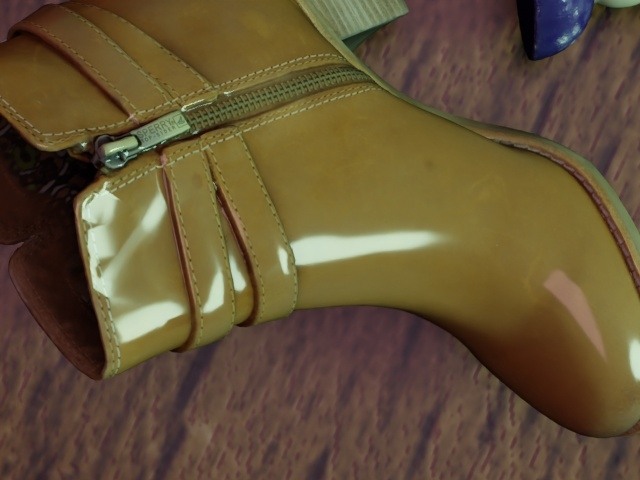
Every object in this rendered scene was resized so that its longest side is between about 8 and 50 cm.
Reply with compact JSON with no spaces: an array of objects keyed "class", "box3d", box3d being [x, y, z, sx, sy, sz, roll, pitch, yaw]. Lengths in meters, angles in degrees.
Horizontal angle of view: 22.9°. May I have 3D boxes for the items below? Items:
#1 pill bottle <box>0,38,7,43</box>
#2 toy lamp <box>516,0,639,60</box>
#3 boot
[{"class":"pill bottle","box3d":[-0.095,-0.028,0.695,0.078,0.078,0.137,-27,90,0]},{"class":"toy lamp","box3d":[0.226,-0.122,0.695,0.275,0.080,0.080,-6,90,2]},{"class":"boot","box3d":[0.000,0.000,0.622,0.220,0.109,0.283,-32,86,-44]}]
